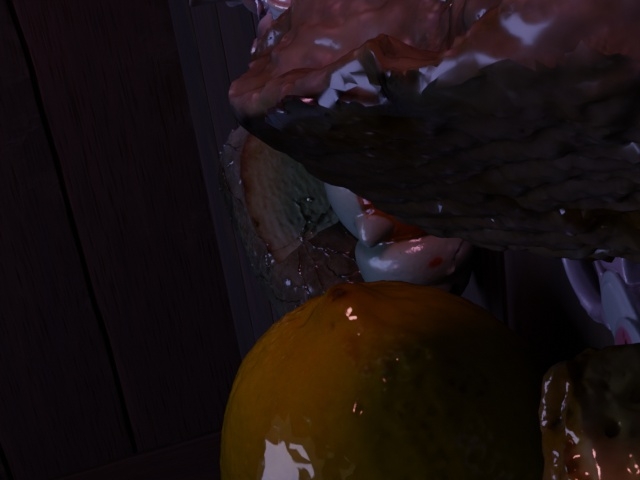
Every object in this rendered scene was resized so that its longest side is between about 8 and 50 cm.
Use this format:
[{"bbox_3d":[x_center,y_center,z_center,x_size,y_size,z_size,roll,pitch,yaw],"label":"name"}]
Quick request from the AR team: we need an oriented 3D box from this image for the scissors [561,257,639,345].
[{"bbox_3d":[0.177,0.059,0.790,0.118,0.031,0.242,89,167,-57],"label":"scissors"}]

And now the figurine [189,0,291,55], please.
[{"bbox_3d":[-0.023,-0.165,1.262,0.162,0.141,0.236,84,168,-66],"label":"figurine"}]

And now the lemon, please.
[{"bbox_3d":[0.056,0.163,1.013,0.260,0.261,0.284,169,88,-81],"label":"lemon"}]

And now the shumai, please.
[{"bbox_3d":[0.103,-0.145,0.658,0.346,0.217,0.283,157,129,-71],"label":"shumai"}]

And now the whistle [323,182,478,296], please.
[{"bbox_3d":[0.060,-0.040,1.105,0.101,0.106,0.253,-81,-25,-68],"label":"whistle"}]

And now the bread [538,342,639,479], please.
[{"bbox_3d":[0.183,0.158,0.633,0.139,0.143,0.229,71,-177,-59],"label":"bread"}]

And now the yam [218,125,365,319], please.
[{"bbox_3d":[0.000,0.000,1.412,0.154,0.154,0.254,87,161,-53],"label":"yam"}]
